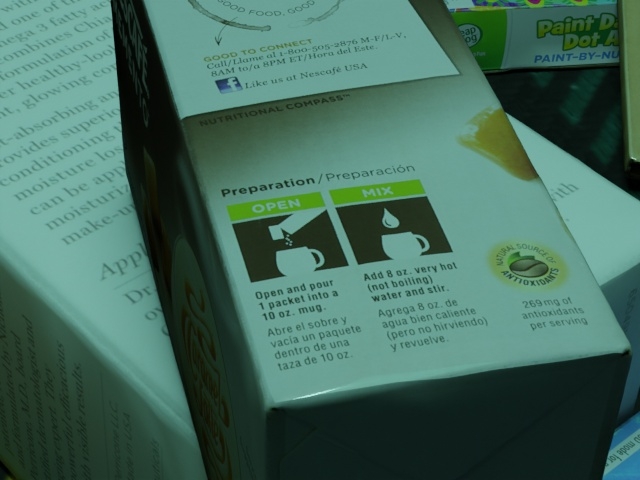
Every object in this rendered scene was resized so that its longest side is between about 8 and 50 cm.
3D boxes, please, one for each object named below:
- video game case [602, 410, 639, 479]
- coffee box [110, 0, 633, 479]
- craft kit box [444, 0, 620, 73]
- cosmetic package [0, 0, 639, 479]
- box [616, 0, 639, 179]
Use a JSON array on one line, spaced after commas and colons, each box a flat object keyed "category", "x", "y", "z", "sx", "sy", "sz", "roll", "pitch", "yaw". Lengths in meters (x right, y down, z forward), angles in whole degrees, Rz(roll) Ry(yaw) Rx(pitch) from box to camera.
[{"category": "video game case", "x": 0.196, "y": 0.170, "z": 0.625, "sx": 0.269, "sy": 0.061, "sz": 0.244, "roll": -29, "pitch": 51, "yaw": -33}, {"category": "coffee box", "x": 0.000, "y": 0.000, "z": 0.503, "sx": 0.098, "sy": 0.141, "sz": 0.246, "roll": -9, "pitch": 45, "yaw": -12}, {"category": "craft kit box", "x": 0.164, "y": -0.207, "z": 1.078, "sx": 0.247, "sy": 0.061, "sz": 0.250, "roll": -3, "pitch": 41, "yaw": -12}, {"category": "cosmetic package", "x": -0.086, "y": -0.018, "z": 0.746, "sx": 0.230, "sy": 0.161, "sz": 0.453, "roll": -28, "pitch": 50, "yaw": -31}, {"category": "box", "x": 0.262, "y": -0.115, "z": 0.947, "sx": 0.164, "sy": 0.021, "sz": 0.201, "roll": 7, "pitch": 57, "yaw": -3}]
